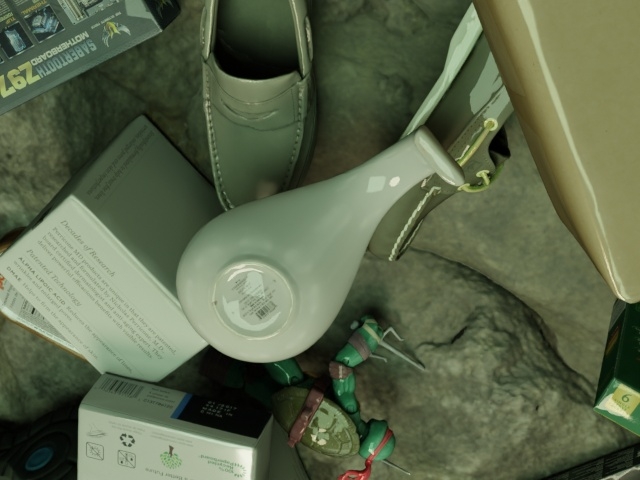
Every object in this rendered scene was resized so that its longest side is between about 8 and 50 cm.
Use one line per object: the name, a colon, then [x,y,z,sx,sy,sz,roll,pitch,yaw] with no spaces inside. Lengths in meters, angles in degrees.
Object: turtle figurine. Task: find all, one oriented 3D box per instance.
turtle figurine: [0.001,0.146,1.393,0.234,0.118,0.175,31,122,3]

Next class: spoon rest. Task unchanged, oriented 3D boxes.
spoon rest: [0.000,0.000,1.192,0.276,0.084,0.137,-36,101,22]

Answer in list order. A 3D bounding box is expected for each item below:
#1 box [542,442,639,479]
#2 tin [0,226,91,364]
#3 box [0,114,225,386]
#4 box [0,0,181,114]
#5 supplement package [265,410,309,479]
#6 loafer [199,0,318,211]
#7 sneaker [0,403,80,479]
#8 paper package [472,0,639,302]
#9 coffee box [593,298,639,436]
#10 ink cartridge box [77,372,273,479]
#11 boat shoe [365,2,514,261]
box: [0.305,0.296,1.420,0.190,0.045,0.184,-26,110,26]
tin: [-0.252,0.059,1.465,0.189,0.040,0.106,28,117,1]
box: [-0.168,0.013,1.329,0.119,0.181,0.182,-37,103,29]
box: [-0.269,-0.226,1.303,0.232,0.059,0.183,-23,108,25]
supplement package: [-0.091,0.264,1.441,0.105,0.179,0.105,-11,114,21]
loafer: [-0.059,-0.149,1.251,0.112,0.111,0.319,8,119,13]
sneaker: [-0.280,0.260,1.522,0.341,0.125,0.140,-7,124,41]
paper package: [0.283,-0.167,1.061,0.309,0.168,0.325,-22,109,3]
coffee box: [0.297,0.111,1.242,0.113,0.184,0.040,29,120,0]
ink cartridge box: [-0.137,0.288,1.325,0.165,0.065,0.333,12,118,10]
boat shoe: [0.123,-0.095,1.229,0.091,0.109,0.305,31,118,5]
